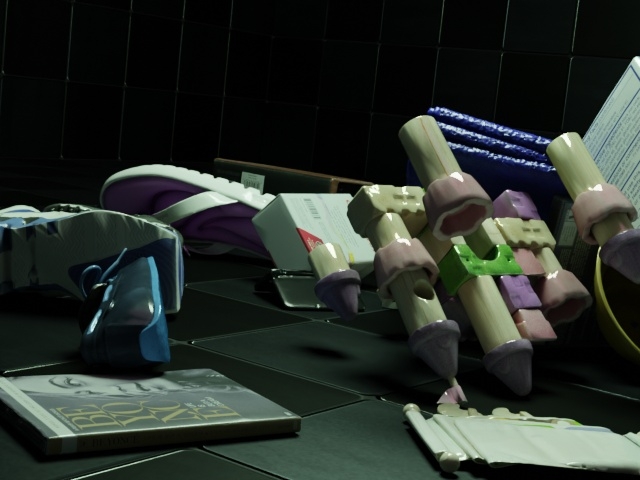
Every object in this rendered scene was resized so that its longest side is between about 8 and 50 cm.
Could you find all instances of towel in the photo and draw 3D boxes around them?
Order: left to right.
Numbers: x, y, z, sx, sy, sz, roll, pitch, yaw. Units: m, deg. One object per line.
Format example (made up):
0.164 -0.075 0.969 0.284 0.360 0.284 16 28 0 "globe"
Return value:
0.225 -0.068 1.467 0.227 0.076 0.308 13 -18 9 "towel"

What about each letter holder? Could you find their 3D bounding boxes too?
-0.025 -0.051 2.016 0.302 0.152 0.214 13 8 43 "letter holder"

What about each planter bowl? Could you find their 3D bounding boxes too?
0.399 0.085 1.337 0.217 0.217 0.090 3 -30 -24 "planter bowl"

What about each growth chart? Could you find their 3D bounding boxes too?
0.191 0.172 0.938 0.237 0.021 0.172 6 7 0 "growth chart"

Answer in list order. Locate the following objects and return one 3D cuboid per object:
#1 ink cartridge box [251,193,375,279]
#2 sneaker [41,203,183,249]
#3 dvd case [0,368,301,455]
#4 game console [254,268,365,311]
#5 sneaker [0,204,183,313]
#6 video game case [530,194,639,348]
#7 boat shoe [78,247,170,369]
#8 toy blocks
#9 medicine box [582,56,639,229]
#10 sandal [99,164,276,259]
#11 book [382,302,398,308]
0.000 0.000 1.679 0.072 0.127 0.175 -40 -22 31 "ink cartridge box"
-0.319 -0.009 1.738 0.234 0.078 0.106 11 5 6 "sneaker"
-0.152 0.138 0.933 0.221 0.018 0.164 1 9 -34 "dvd case"
-0.017 0.079 1.537 0.122 0.071 0.107 3 -22 -25 "game console"
-0.324 0.009 1.367 0.315 0.127 0.182 4 10 -6 "sneaker"
0.383 0.045 1.406 0.274 0.196 0.026 2 20 -28 "video game case"
-0.202 0.065 1.113 0.089 0.109 0.258 -9 3 -8 "boat shoe"
0.174 0.065 1.210 0.288 0.309 0.260 1 53 -36 "toy blocks"
0.487 -0.056 1.306 0.263 0.149 0.289 10 40 -20 "medicine box"
-0.194 -0.027 1.834 0.416 0.169 0.102 9 48 20 "sandal"
0.129 0.042 1.609 0.035 0.096 0.144 9 8 24 "book"
